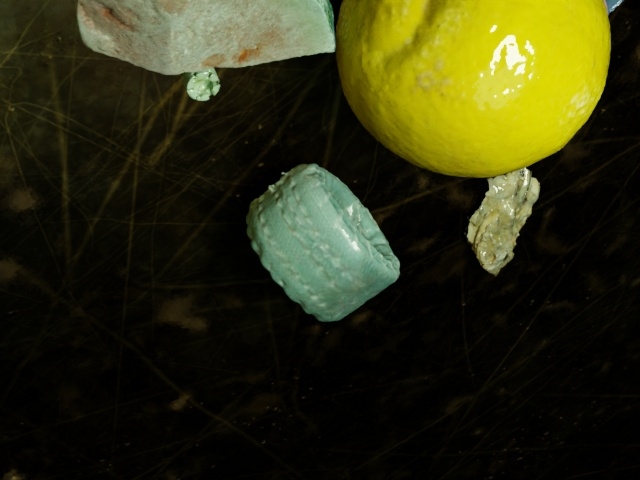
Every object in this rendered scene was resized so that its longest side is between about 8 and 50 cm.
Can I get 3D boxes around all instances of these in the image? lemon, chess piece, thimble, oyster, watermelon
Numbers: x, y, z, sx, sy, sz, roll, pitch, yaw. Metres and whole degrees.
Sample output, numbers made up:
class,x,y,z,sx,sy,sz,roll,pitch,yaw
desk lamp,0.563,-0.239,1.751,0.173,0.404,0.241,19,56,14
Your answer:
class,x,y,z,sx,sy,sz,roll,pitch,yaw
lemon,0.187,-0.236,1.141,0.348,0.348,0.348,-14,136,-14
chess piece,-0.156,-0.218,1.149,0.067,0.103,0.067,-13,135,-14
thimble,0.000,0.000,1.378,0.143,0.198,0.235,-35,108,13
oyster,0.311,-0.029,1.589,0.133,0.072,0.209,10,125,-37
watermelon,-0.164,-0.296,1.004,0.258,0.228,0.387,-40,146,26

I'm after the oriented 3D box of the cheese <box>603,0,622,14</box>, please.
class,x,y,z,sx,sy,sz,roll,pitch,yaw
cheese,0.320,-0.283,1.341,0.286,0.074,0.189,-44,135,13
